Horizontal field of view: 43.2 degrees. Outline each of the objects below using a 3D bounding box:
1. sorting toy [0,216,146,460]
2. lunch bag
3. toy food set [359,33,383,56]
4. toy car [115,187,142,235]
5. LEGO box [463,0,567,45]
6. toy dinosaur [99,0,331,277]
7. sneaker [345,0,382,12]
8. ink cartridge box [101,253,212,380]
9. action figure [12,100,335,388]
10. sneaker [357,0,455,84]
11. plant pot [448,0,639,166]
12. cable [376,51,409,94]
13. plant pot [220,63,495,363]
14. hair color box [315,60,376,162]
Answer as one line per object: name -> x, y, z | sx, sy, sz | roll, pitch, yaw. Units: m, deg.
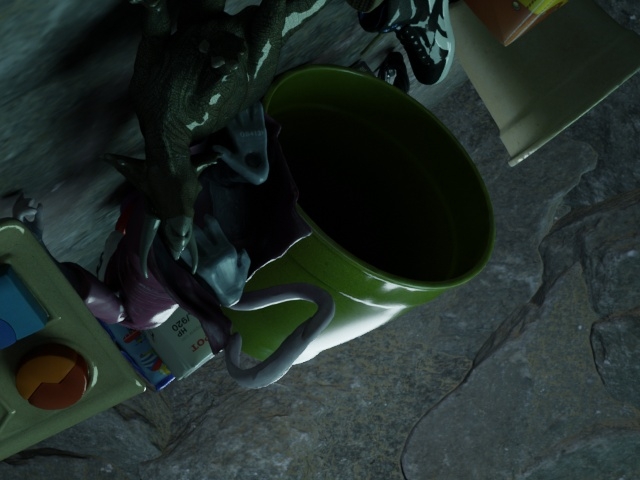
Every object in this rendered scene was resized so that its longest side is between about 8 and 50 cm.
sorting toy -> -0.343, 0.131, 0.720 | 0.307, 0.229, 0.041 | -26, -147, 3
lunch bag -> -0.277, 0.122, 1.486 | 0.293, 0.221, 0.138 | -38, 177, -32
toy food set -> 0.124, -0.341, 1.121 | 0.192, 0.038, 0.132 | -44, -174, -16
toy car -> -0.195, -0.021, 1.051 | 0.182, 0.136, 0.159 | -92, -167, -59
LEGO box -> 0.279, -0.389, 0.491 | 0.372, 0.193, 0.500 | -38, 178, -14
toy dinosaur -> -0.083, -0.140, 0.631 | 0.314, 0.120, 0.160 | -64, -179, -37
sneaker -> 0.071, -0.302, 0.809 | 0.071, 0.066, 0.188 | -55, -171, -18
ink cartridge box -> -0.231, 0.087, 1.357 | 0.171, 0.233, 0.168 | -38, 178, -23
action figure -> -0.140, 0.015, 0.829 | 0.248, 0.276, 0.370 | -38, -179, -38
sneaker -> 0.099, -0.265, 0.997 | 0.121, 0.079, 0.217 | -34, 144, -20
plant pot -> 0.391, -0.358, 1.495 | 0.333, 0.305, 0.334 | -39, 177, -2
cable -> 0.119, -0.271, 1.475 | 0.185, 0.047, 0.151 | -96, -164, -53
plant pot -> 0.000, 0.000, 1.179 | 0.366, 0.366, 0.353 | -36, 171, -46
hair color box -> -0.011, -0.167, 1.457 | 0.185, 0.110, 0.339 | -37, 176, -22
